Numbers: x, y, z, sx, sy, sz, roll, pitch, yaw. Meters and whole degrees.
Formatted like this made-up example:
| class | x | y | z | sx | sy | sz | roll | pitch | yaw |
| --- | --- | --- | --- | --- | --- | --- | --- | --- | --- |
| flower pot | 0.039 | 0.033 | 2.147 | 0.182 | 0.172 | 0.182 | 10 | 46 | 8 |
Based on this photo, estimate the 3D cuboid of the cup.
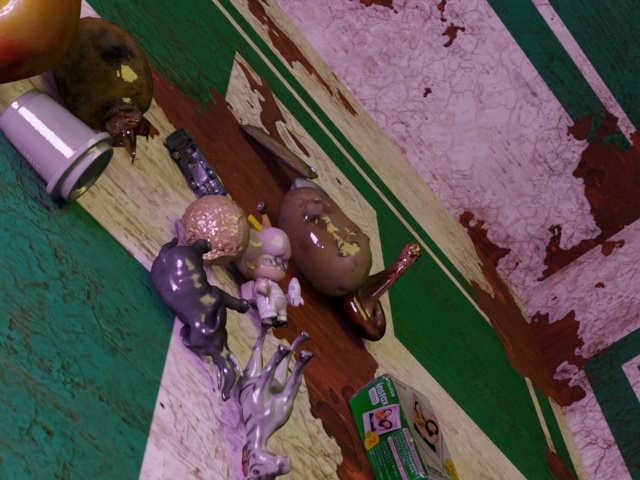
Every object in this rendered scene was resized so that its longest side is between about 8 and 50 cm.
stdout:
| class | x | y | z | sx | sy | sz | roll | pitch | yaw |
| --- | --- | --- | --- | --- | --- | --- | --- | --- | --- |
| cup | -0.371 | -0.135 | 1.293 | 0.141 | 0.120 | 0.120 | 40 | 17 | 2 |

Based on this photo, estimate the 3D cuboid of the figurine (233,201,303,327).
| class | x | y | z | sx | sy | sz | roll | pitch | yaw |
| --- | --- | --- | --- | --- | --- | --- | --- | --- | --- |
| figurine | -0.101 | 0.050 | 1.669 | 0.137 | 0.112 | 0.229 | 21 | 49 | -48 |

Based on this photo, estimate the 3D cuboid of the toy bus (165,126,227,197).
| class | x | y | z | sx | sy | sz | roll | pitch | yaw |
| --- | --- | --- | --- | --- | --- | --- | --- | --- | --- |
| toy bus | -0.236 | -0.140 | 1.764 | 0.153 | 0.051 | 0.061 | 57 | 4 | 11 |

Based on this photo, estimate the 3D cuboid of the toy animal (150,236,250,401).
| class | x | y | z | sx | sy | sz | roll | pitch | yaw |
| --- | --- | --- | --- | --- | --- | --- | --- | --- | --- |
| toy animal | -0.169 | 0.112 | 1.398 | 0.269 | 0.082 | 0.137 | 62 | 21 | 13 |

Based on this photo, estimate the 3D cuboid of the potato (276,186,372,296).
| class | x | y | z | sx | sy | sz | roll | pitch | yaw |
| --- | --- | --- | --- | --- | --- | --- | --- | --- | --- |
| potato | 0.000 | 0.000 | 1.965 | 0.262 | 0.165 | 0.165 | 50 | 15 | 17 |

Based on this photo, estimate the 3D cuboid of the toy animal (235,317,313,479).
| class | x | y | z | sx | sy | sz | roll | pitch | yaw |
| --- | --- | --- | --- | --- | --- | --- | --- | --- | --- |
| toy animal | -0.070 | 0.217 | 1.326 | 0.089 | 0.170 | 0.255 | 25 | 26 | -13 |

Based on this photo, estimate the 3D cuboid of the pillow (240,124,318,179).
| class | x | y | z | sx | sy | sz | roll | pitch | yaw |
| --- | --- | --- | --- | --- | --- | --- | --- | --- | --- |
| pillow | -0.099 | -0.215 | 2.245 | 0.217 | 0.033 | 0.130 | 39 | 13 | 7 |

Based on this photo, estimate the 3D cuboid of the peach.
| class | x | y | z | sx | sy | sz | roll | pitch | yaw |
| --- | --- | --- | --- | --- | --- | --- | --- | --- | --- |
| peach | -0.436 | -0.314 | 1.247 | 0.231 | 0.231 | 0.231 | 48 | 18 | -21 |

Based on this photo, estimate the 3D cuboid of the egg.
| class | x | y | z | sx | sy | sz | roll | pitch | yaw |
| --- | --- | --- | --- | --- | --- | --- | --- | --- | --- |
| egg | -0.178 | -0.017 | 1.578 | 0.140 | 0.118 | 0.116 | -121 | -155 | -46 |

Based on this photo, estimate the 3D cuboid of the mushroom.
| class | x | y | z | sx | sy | sz | roll | pitch | yaw |
| --- | --- | --- | --- | --- | --- | --- | --- | --- | --- |
| mushroom | 0.136 | 0.090 | 2.029 | 0.148 | 0.217 | 0.227 | 38 | 23 | -45 |

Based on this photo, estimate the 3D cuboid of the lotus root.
| class | x | y | z | sx | sy | sz | roll | pitch | yaw |
| --- | --- | --- | --- | --- | --- | --- | --- | --- | --- |
| lotus root | -0.347 | -0.253 | 1.502 | 0.154 | 0.154 | 0.278 | 31 | 28 | -53 |

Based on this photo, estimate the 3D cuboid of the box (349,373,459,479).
| class | x | y | z | sx | sy | sz | roll | pitch | yaw |
| --- | --- | --- | --- | --- | --- | --- | --- | --- | --- |
| box | 0.164 | 0.387 | 1.730 | 0.180 | 0.103 | 0.250 | 35 | 25 | -47 |

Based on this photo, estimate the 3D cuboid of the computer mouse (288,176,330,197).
| class | x | y | z | sx | sy | sz | roll | pitch | yaw |
| --- | --- | --- | --- | --- | --- | --- | --- | --- | --- |
| computer mouse | 0.007 | -0.058 | 2.228 | 0.231 | 0.079 | 0.128 | 50 | 19 | -27 |
